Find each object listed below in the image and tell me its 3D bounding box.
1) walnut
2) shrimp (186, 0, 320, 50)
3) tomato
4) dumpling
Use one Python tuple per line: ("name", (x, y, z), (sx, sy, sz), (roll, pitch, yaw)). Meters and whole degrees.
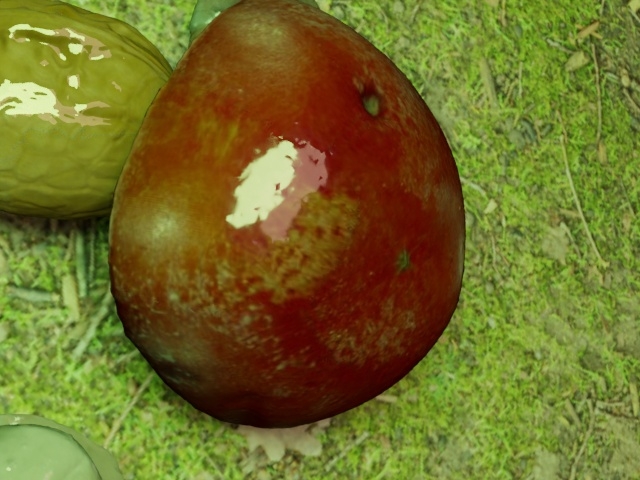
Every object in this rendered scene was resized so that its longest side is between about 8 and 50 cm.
("walnut", (-0.196, -0.094, 0.689), (0.206, 0.159, 0.159), (13, 75, -19))
("shrimp", (-0.057, -0.121, 0.827), (0.145, 0.059, 0.255), (20, 67, -35))
("tomato", (0.011, -0.003, 0.721), (0.338, 0.143, 0.339), (-13, 108, -48))
("dumpling", (-0.217, 0.177, 0.653), (0.136, 0.118, 0.199), (54, 28, 3))
